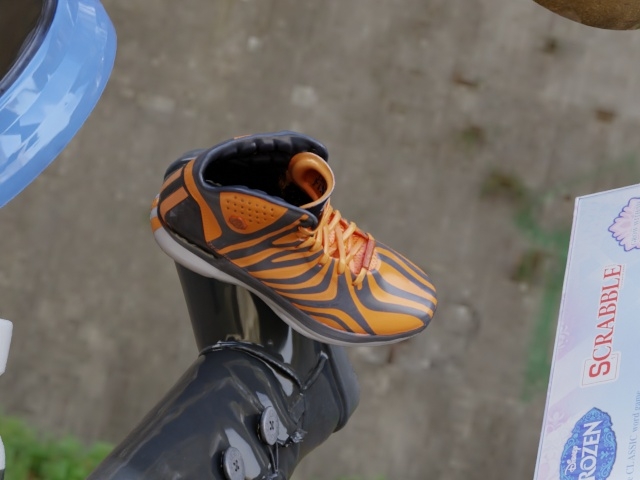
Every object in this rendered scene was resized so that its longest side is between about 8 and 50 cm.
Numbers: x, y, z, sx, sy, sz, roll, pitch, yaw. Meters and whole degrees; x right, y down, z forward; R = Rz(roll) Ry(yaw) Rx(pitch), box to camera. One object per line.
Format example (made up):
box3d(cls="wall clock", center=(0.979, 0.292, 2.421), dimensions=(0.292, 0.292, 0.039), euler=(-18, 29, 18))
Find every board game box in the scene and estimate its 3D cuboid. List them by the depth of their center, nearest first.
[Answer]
box3d(cls="board game box", center=(0.310, 0.068, 1.307), dimensions=(0.318, 0.318, 0.066), euler=(-13, -49, 28))

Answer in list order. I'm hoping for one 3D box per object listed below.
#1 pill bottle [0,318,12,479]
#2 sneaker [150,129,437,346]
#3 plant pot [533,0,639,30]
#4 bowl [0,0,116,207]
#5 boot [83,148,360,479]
box3d(cls="pill bottle", center=(-0.274, 0.169, 1.140), dimensions=(0.162, 0.278, 0.162), euler=(13, -4, 1))
box3d(cls="sneaker", center=(0.000, 0.000, 1.948), dimensions=(0.321, 0.124, 0.180), euler=(20, -33, -19))
box3d(cls="plant pot", center=(0.213, -0.284, 1.123), dimensions=(0.237, 0.237, 0.254), euler=(13, -30, -29))
box3d(cls="bowl", center=(-0.374, -0.128, 1.783), dimensions=(0.391, 0.391, 0.077), euler=(12, -35, 44))
box3d(cls="boot", center=(-0.141, 0.157, 1.993), dimensions=(0.146, 0.367, 0.445), euler=(-16, 20, 36))
